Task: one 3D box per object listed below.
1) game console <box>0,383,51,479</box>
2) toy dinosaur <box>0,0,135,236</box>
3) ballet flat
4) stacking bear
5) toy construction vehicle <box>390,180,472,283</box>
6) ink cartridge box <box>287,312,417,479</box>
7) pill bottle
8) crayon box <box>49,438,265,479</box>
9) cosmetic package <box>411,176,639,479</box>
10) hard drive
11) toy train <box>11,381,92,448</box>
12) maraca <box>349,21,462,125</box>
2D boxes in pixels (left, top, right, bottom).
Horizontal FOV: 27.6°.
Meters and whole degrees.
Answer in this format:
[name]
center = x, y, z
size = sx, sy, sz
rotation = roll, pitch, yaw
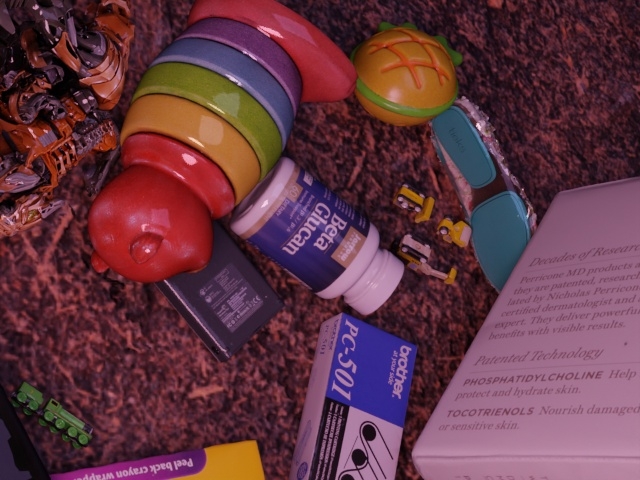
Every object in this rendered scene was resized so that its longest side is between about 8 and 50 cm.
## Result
[game console]
center = -0.402, 0.143, 0.936
size = 0.342, 0.060, 0.386
rotation = -26, 84, -34
[toy dinosaur]
center = -0.262, -0.163, 1.225
size = 0.218, 0.164, 0.322
rotation = 40, 35, -30
[ballet flat]
center = 0.199, -0.054, 1.486
size = 0.077, 0.091, 0.240
rotation = -10, 80, -60
[stacking bear]
center = -0.117, -0.085, 1.237
size = 0.164, 0.175, 0.289
rotation = 45, 58, -31
[toy construction vehicle]
center = 0.116, -0.006, 1.443
size = 0.098, 0.035, 0.085
rotation = 29, 53, -15
[ink cartridge box]
center = 0.031, 0.185, 1.302
size = 0.097, 0.046, 0.207
rotation = 25, 60, -23
[pill bottle]
center = 0.000, 0.000, 1.326
size = 0.169, 0.094, 0.094
rotation = 37, 56, -15
[crayon box]
center = -0.194, 0.349, 1.059
size = 0.363, 0.106, 0.313
rotation = -5, 75, -32
[cosmetic package]
center = 0.370, 0.171, 1.308
size = 0.329, 0.327, 0.393
rotation = 52, 52, -23
[hard drive]
center = -0.108, 0.040, 1.287
size = 0.135, 0.022, 0.094
rotation = 51, 54, -5
[toy train]
center = -0.238, 0.156, 1.164
size = 0.083, 0.017, 0.023
rotation = 37, 45, -14
[maraca]
center = 0.098, -0.194, 1.466
size = 0.127, 0.099, 0.185
rotation = 26, 39, 1
